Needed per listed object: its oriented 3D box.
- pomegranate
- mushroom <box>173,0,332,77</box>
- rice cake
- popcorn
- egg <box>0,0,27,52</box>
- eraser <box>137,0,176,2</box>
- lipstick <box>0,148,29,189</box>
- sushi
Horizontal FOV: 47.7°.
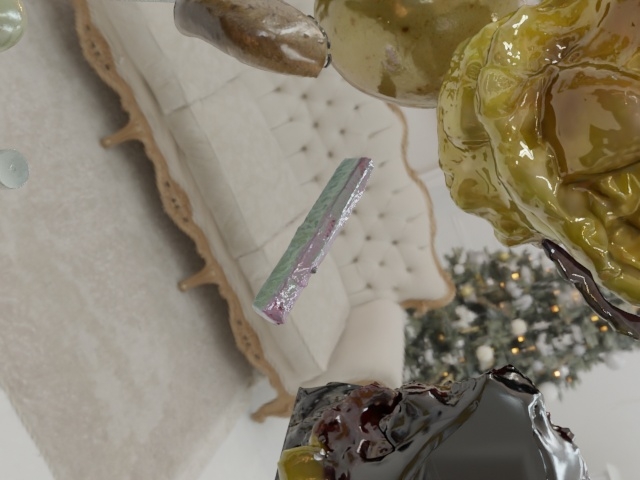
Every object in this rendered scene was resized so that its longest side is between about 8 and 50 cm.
[{"bbox_3d":[0.150,-0.331,0.978,0.319,0.319,0.319,48,30,-41],"label":"pomegranate"},{"bbox_3d":[-0.089,-0.238,0.800,0.094,0.210,0.072,-23,133,-44],"label":"mushroom"},{"bbox_3d":[-0.001,0.000,1.036,0.290,0.051,0.081,-58,150,-26],"label":"rice cake"},{"bbox_3d":[0.294,-0.083,0.743,0.349,0.349,0.381,29,51,-58],"label":"popcorn"},{"bbox_3d":[-0.836,-0.550,1.709,0.269,0.219,0.219,10,59,-39],"label":"egg"},{"bbox_3d":[-0.349,-0.459,1.252,0.089,0.061,0.352,43,34,16],"label":"eraser"},{"bbox_3d":[-0.624,-0.119,1.271,0.070,0.254,0.070,0,90,-61],"label":"lipstick"},{"bbox_3d":[0.060,0.138,0.377,0.150,0.172,0.153,100,4,-62],"label":"sushi"}]
